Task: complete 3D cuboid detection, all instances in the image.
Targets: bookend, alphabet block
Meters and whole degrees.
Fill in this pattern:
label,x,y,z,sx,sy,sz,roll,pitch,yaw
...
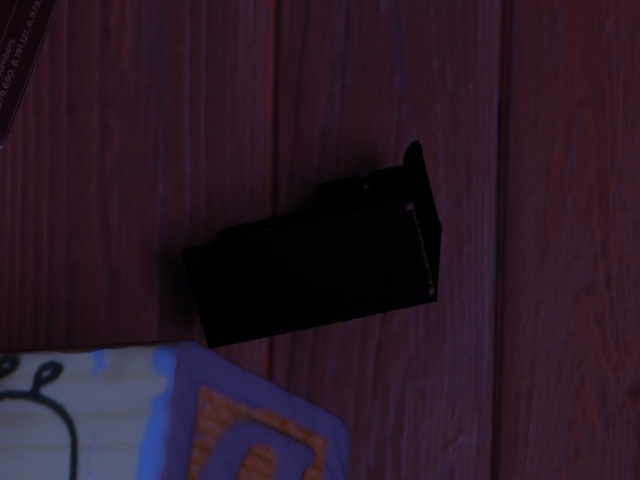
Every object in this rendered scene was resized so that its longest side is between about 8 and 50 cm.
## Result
label,x,y,z,sx,sy,sz,roll,pitch,yaw
bookend,0.000,0.000,1.202,0.157,0.156,0.072,-72,148,-71
alphabet block,-0.118,0.173,1.005,0.193,0.197,0.192,37,54,-52

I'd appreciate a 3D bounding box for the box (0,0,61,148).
label,x,y,z,sx,sy,sz,roll,pitch,yaw
box,-0.259,-0.162,0.931,0.203,0.168,0.167,28,76,-37
